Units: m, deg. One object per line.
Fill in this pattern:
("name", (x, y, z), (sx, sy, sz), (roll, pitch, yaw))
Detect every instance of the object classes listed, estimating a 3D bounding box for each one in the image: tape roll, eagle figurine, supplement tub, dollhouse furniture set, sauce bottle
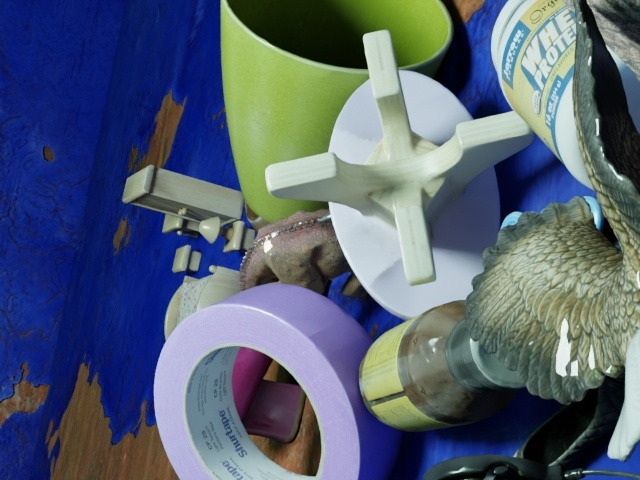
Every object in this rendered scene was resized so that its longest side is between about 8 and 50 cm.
("tape roll", (-0.050, 0.189, 1.350), (0.275, 0.090, 0.274), (11, 110, 32))
("eagle figurine", (0.204, 0.007, 0.792), (0.226, 0.225, 0.298), (-46, 56, -1))
("supplement tub", (0.236, -0.139, 1.047), (0.144, 0.144, 0.199), (-64, 25, 21))
("dollhouse furniture set", (-0.257, 0.079, 1.988), (0.303, 0.174, 0.355), (-16, 60, 64))
("sauce bottle", (0.118, 0.112, 1.096), (0.344, 0.112, 0.111), (138, 144, -76))

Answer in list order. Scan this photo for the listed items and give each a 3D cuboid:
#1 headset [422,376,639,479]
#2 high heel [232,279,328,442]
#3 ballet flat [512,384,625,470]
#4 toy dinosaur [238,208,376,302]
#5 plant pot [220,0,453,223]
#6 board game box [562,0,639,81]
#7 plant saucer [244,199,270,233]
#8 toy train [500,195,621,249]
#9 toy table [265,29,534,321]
("headset", (0.142, 0.246, 0.954), (0.394, 0.185, 0.243), (-47, 31, 16))
("high heel", (-0.094, 0.070, 1.611), (0.127, 0.181, 0.377), (-33, 46, 57))
("ballet flat", (0.205, 0.160, 1.043), (0.173, 0.049, 0.057), (-53, 30, 40))
("toy dinosaur", (0.000, 0.000, 1.403), (0.200, 0.296, 0.127), (65, 180, -66))
("plant pot", (-0.005, -0.166, 1.523), (0.274, 0.275, 0.293), (-101, 19, -47))
("board game box", (0.271, -0.289, 0.850), (0.291, 0.232, 0.141), (-56, 21, -10))
("plant saucer", (-0.076, -0.090, 1.877), (0.168, 0.029, 0.168), (-48, 33, 47))
("toy train", (0.220, 0.024, 1.072), (0.184, 0.080, 0.105), (-13, 72, 62))
("toy table", (0.082, -0.066, 1.219), (0.161, 0.252, 0.274), (60, -172, -70))
